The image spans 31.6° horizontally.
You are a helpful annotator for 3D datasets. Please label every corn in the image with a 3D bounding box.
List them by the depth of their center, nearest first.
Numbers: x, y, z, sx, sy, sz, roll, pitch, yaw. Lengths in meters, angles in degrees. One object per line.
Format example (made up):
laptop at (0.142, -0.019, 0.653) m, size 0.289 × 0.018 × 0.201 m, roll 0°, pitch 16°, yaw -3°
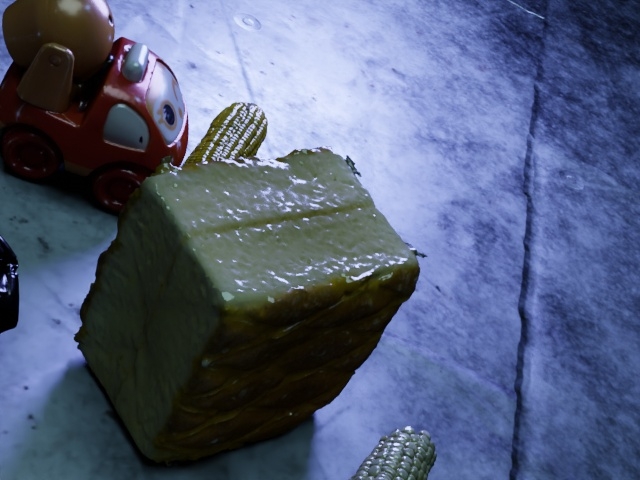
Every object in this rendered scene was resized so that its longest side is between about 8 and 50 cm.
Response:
corn at (0.060, 0.282, 1.224) m, size 0.087 × 0.087 × 0.211 m, roll 35°, pitch 32°, yaw 5°
corn at (-0.133, -0.115, 1.537) m, size 0.080 × 0.080 × 0.238 m, roll 30°, pitch 41°, yaw -1°

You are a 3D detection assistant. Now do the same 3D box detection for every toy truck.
toy truck at (-0.274, -0.192, 1.400) m, size 0.265 × 0.239 × 0.189 m, roll 20°, pitch 40°, yaw -14°

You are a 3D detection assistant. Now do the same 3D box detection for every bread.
bread at (-0.082, 0.069, 1.204) m, size 0.279 × 0.279 × 0.207 m, roll -11°, pitch 55°, yaw -44°

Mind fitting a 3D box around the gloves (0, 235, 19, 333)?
gloves at (-0.405, 0.002, 1.187) m, size 0.164 × 0.124 × 0.203 m, roll -8°, pitch 58°, yaw -15°
